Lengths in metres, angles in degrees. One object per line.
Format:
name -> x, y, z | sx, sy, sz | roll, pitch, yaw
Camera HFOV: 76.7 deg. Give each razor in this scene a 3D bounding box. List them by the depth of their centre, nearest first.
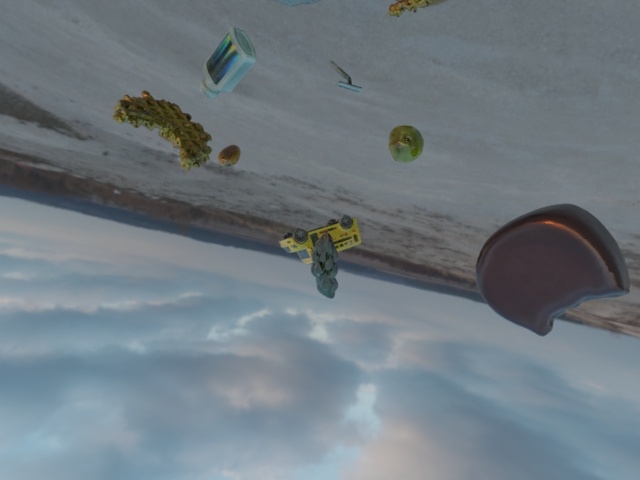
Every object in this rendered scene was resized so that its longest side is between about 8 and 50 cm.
razor -> 0.067, -0.555, 1.339 | 0.084, 0.036, 0.211 | 6, -139, -27

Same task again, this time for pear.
pear -> 0.206, -0.232, 0.973 | 0.092, 0.092, 0.097 | 13, -157, 12

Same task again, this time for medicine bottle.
medicine bottle -> -0.303, -0.546, 1.281 | 0.228, 0.121, 0.083 | -32, 169, 37

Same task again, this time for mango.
mango -> -0.348, -0.326, 1.551 | 0.078, 0.114, 0.057 | 9, 140, 11

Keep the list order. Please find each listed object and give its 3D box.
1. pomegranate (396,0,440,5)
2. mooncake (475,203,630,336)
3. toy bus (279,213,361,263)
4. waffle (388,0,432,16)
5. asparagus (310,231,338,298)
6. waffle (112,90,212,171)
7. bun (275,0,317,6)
pomegranate -> 0.399, -1.084, 1.487 | 0.416, 0.417, 0.416 | 13, 177, 1
mooncake -> 0.578, 0.069, 1.019 | 0.333, 0.326, 0.174 | 25, -152, 36
toy bus -> 0.000, 0.000, 1.698 | 0.330, 0.152, 0.144 | -18, -178, -26
waffle -> 0.327, -0.754, 1.254 | 0.231, 0.229, 0.051 | 0, 126, 41
asparagus -> 0.010, 0.072, 1.076 | 0.080, 0.080, 0.287 | 13, 144, 8
waffle -> -0.455, -0.347, 1.232 | 0.293, 0.069, 0.260 | 36, -152, -18
bun -> -0.087, -0.986, 1.432 | 0.354, 0.355, 0.194 | 12, 176, 16
